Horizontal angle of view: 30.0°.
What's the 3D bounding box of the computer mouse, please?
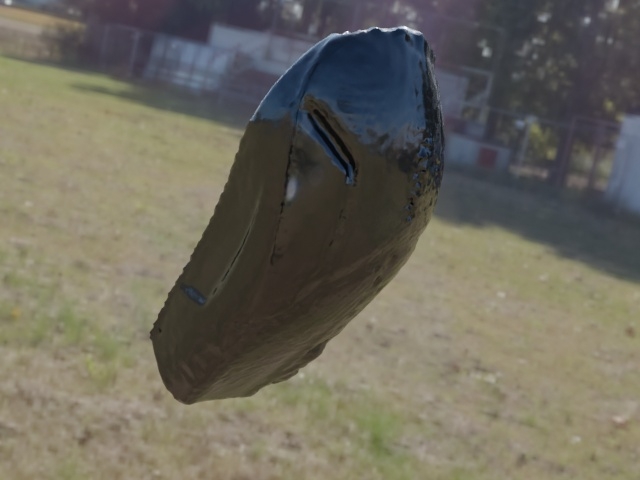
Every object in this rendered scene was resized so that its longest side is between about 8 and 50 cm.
[{"bbox_3d":[0.000,0.000,0.559,0.122,0.217,0.073,-21,60,-44],"label":"computer mouse"}]
